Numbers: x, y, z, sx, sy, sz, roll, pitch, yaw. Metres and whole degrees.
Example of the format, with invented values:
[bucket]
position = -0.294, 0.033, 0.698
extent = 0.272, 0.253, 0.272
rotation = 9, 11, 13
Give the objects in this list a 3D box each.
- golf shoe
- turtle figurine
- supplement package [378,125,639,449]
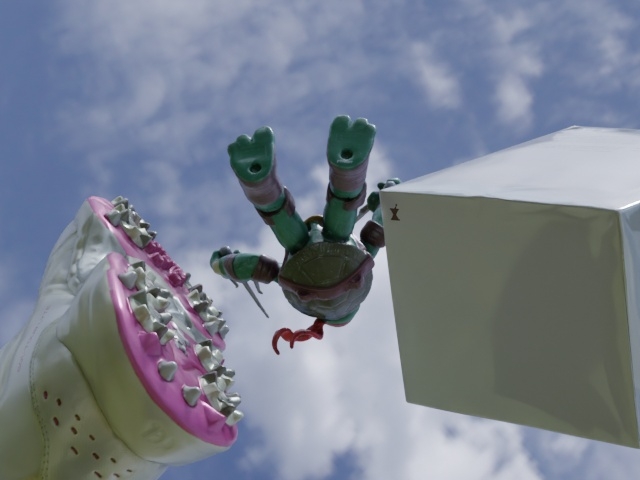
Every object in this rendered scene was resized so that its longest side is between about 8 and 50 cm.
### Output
[golf shoe]
position = -0.123, 0.061, 0.852
extent = 0.140, 0.306, 0.115
rotation = -39, -80, 3
[turtle figurine]
position = 0.000, 0.000, 1.384
extent = 0.234, 0.175, 0.118
rotation = 80, -15, -52
[supplement package]
position = 0.182, 0.020, 1.081
extent = 0.194, 0.203, 0.149
rotation = 7, -70, 46
